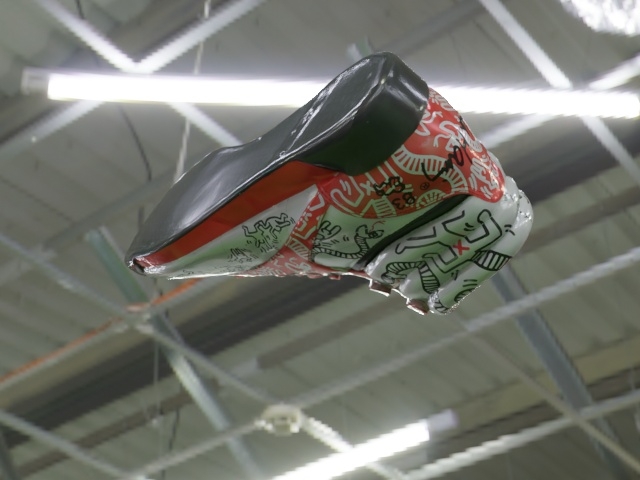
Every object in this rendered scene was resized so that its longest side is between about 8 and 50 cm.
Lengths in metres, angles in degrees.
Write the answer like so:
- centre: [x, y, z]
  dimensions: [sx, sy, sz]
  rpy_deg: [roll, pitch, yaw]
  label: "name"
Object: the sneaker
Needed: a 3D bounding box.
- centre: [0.000, 0.001, 0.716]
  dimensions: [0.145, 0.090, 0.270]
  rpy_deg: [41, -40, -20]
  label: "sneaker"
